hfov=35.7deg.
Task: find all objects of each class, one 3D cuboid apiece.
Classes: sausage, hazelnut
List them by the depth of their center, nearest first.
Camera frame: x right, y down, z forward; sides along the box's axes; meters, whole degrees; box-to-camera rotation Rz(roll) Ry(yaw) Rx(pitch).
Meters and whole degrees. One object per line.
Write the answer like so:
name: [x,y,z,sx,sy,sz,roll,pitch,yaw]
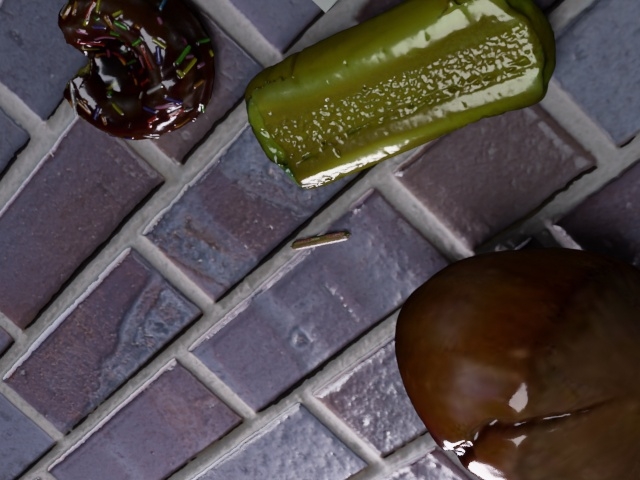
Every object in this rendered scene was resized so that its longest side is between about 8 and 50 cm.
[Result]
hazelnut: [0.264,0.164,1.207,0.372,0.315,0.372,36,155,20]
sausage: [0.000,0.000,1.388,0.100,0.015,0.015,-11,115,29]

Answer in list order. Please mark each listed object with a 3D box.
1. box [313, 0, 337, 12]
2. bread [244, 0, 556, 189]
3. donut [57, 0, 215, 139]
box: [-0.039,-0.395,1.145,0.245,0.035,0.139,43,127,-7]
bread: [0.088,-0.189,1.171,0.383,0.112,0.166,-20,113,31]
donut: [-0.248,-0.228,1.301,0.216,0.096,0.230,30,127,3]
